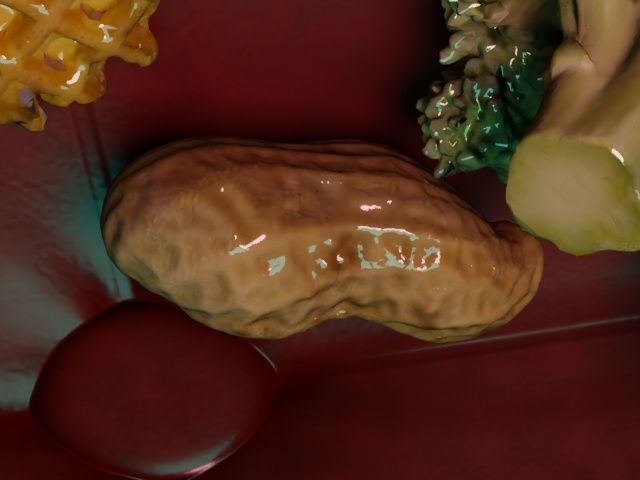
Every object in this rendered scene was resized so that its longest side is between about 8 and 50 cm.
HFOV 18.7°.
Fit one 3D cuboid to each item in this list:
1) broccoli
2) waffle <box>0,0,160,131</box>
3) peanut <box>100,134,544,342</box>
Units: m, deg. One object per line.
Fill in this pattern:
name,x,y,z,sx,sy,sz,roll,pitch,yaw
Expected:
broccoli,0.160,-0.116,0.931,0.260,0.235,0.288,-26,137,-24
waffle,-0.205,-0.150,0.974,0.254,0.052,0.245,-9,129,1
peanut,0.000,0.000,1.030,0.233,0.197,0.110,0,91,-11
